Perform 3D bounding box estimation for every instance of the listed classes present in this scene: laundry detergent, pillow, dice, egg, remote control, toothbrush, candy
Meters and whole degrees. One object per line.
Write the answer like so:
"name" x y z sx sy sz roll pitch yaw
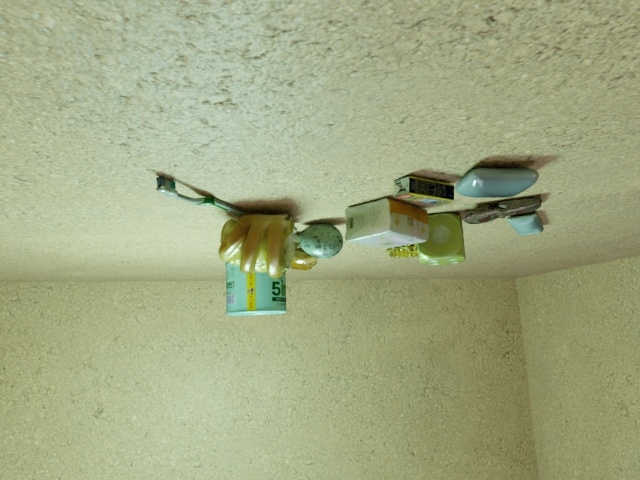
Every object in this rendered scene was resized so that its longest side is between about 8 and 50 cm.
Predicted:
"laundry detergent" -0.302 0.190 2.216 0.287 0.305 0.287 -2 169 0
"pillow" 0.606 -0.100 1.580 0.248 0.049 0.135 -12 167 24
"dice" 0.439 -0.002 1.731 0.166 0.169 0.169 -5 168 16
"egg" 0.000 0.000 1.758 0.172 0.132 0.132 7 171 13
"remote control" 0.799 -0.056 1.834 0.103 0.051 0.293 -9 168 29
"toothbrush" -0.328 -0.109 1.368 0.042 0.040 0.418 -10 167 20
"candy" 0.455 -0.149 1.231 0.174 0.071 0.138 0 169 -7

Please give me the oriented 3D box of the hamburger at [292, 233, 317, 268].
"hamburger" -0.097 0.056 1.993 0.157 0.144 0.283 1 171 -14

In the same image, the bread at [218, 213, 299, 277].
"bread" -0.206 0.024 1.598 0.270 0.211 0.315 -2 173 -2

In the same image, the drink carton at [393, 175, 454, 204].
"drink carton" 0.286 -0.138 1.305 0.166 0.056 0.071 5 175 -31

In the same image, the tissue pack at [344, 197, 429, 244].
"tissue pack" 0.220 -0.050 1.558 0.185 0.124 0.225 -10 166 42

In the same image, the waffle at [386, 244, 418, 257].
"waffle" 0.401 0.032 2.167 0.193 0.070 0.197 -7 166 22
